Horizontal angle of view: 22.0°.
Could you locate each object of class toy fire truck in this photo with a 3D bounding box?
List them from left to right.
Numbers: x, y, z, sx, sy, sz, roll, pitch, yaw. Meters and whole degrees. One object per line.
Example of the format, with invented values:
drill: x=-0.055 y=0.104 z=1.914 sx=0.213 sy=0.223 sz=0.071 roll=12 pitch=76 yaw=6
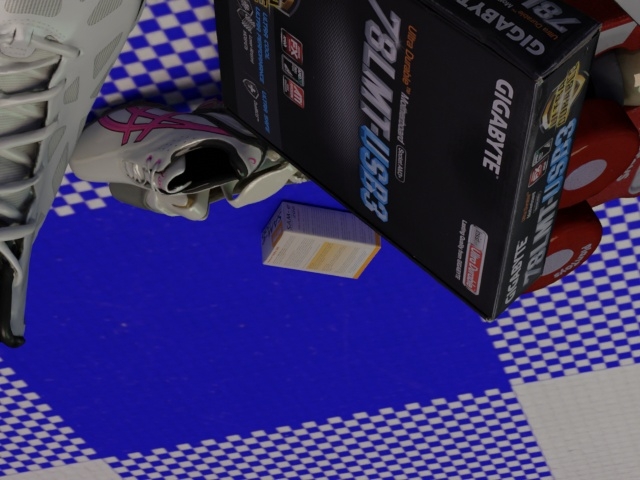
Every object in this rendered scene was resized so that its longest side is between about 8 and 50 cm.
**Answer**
toy fire truck: x=0.224 y=-0.109 z=1.320 sx=0.254 sy=0.169 sz=0.302 roll=-21 pitch=153 yaw=-18

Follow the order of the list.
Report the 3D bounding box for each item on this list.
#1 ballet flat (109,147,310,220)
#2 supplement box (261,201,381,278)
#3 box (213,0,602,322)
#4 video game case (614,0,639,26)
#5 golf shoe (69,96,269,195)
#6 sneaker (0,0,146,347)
ballet flat: x=-0.094 y=-0.054 z=1.432 sx=0.213 sy=0.068 sz=0.072 roll=-18 pitch=145 yaw=22
supplement box: x=0.000 y=0.000 z=1.554 sx=0.098 sy=0.036 sz=0.062 roll=10 pitch=146 yaw=-20
box: x=0.046 y=-0.118 z=1.170 sx=0.073 sy=0.293 sz=0.295 roll=-40 pitch=156 yaw=-23
video game case: x=0.361 y=-0.106 z=1.057 sx=0.275 sy=0.035 sz=0.248 roll=36 pitch=158 yaw=-33
golf shoe: x=-0.132 y=-0.073 z=1.365 sx=0.186 sy=0.086 sz=0.067 roll=-8 pitch=124 yaw=22
sneaker: x=-0.224 y=-0.068 z=1.221 sx=0.169 sy=0.257 sz=0.447 roll=8 pitch=146 yaw=-17
